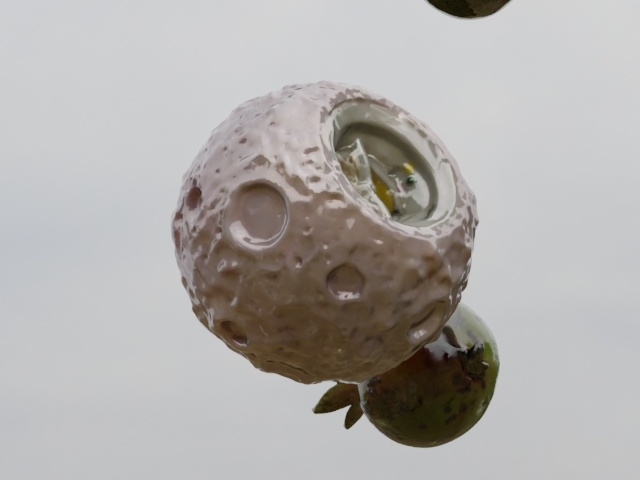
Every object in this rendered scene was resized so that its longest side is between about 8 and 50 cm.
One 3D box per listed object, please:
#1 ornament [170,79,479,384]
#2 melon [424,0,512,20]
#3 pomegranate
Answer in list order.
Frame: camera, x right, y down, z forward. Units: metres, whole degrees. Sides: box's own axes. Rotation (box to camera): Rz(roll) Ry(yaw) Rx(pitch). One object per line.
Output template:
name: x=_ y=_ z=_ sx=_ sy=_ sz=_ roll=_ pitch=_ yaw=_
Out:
ornament: x=0.000 y=0.000 z=1.414 sx=0.259 sy=0.259 sz=0.225 roll=12 pitch=-41 yaw=-36
melon: x=0.106 y=-0.210 z=1.192 sx=0.098 sy=0.098 sz=0.131 roll=-6 pitch=-23 yaw=7
pomegranate: x=0.078 y=0.129 z=1.689 sx=0.220 sy=0.156 sz=0.156 roll=0 pitch=-17 yaw=26
